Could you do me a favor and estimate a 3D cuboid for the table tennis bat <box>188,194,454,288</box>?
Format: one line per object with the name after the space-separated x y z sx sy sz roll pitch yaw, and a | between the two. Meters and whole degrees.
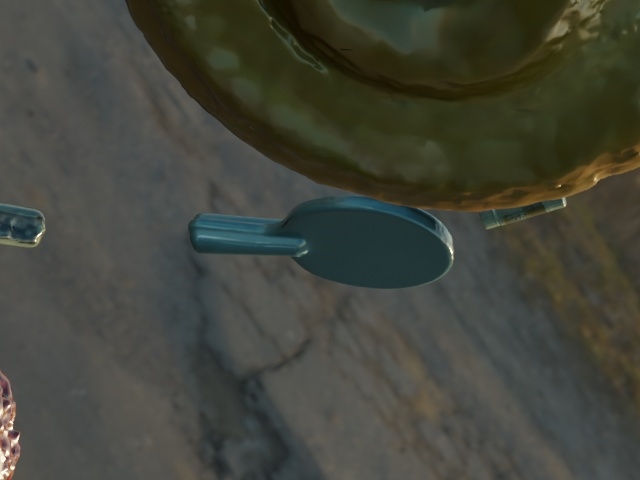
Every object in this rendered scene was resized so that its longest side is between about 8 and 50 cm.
0.000 0.000 1.685 0.149 0.237 0.038 76 19 -61 | table tennis bat

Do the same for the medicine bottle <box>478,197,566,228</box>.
0.195 -0.043 1.868 0.047 0.083 0.047 -17 90 -80 | medicine bottle

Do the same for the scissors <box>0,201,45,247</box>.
-0.325 -0.027 1.383 0.289 0.041 0.138 11 3 -40 | scissors

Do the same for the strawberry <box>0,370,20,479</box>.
-0.451 0.227 2.038 0.292 0.292 0.310 39 -4 -39 | strawberry

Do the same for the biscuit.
0.050 -0.137 0.792 0.296 0.296 0.102 48 31 -21 | biscuit
